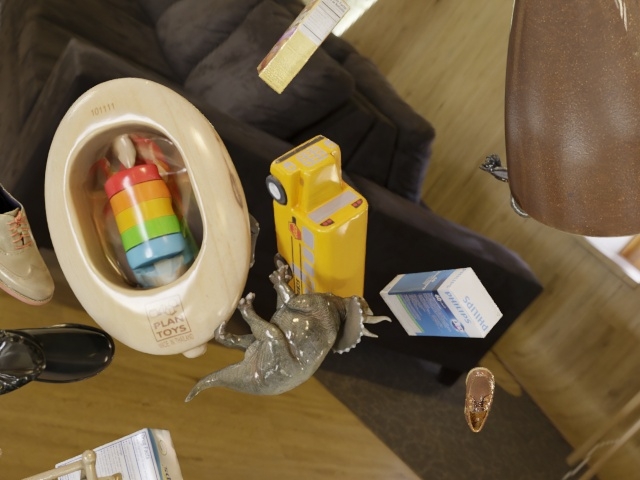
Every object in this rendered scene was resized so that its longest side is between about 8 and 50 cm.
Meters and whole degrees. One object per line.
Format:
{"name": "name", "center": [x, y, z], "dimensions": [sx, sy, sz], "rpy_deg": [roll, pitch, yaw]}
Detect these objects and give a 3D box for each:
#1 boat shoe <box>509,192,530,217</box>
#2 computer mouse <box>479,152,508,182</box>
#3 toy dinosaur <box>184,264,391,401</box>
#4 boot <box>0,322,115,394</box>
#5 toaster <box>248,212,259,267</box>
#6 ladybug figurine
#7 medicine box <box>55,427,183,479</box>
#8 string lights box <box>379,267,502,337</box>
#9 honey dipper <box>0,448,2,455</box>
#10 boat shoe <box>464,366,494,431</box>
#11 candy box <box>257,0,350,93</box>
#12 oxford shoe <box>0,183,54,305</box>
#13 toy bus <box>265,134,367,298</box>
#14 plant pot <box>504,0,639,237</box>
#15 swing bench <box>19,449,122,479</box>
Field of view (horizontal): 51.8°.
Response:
{"name": "boat shoe", "center": [0.279, -0.085, 0.769], "dimensions": [0.081, 0.227, 0.068], "rpy_deg": [40, 62, 8]}
{"name": "computer mouse", "center": [0.440, -0.115, 1.272], "dimensions": [0.262, 0.060, 0.184], "rpy_deg": [27, 9, 33]}
{"name": "toy dinosaur", "center": [-0.050, 0.142, 0.942], "dimensions": [0.160, 0.314, 0.121], "rpy_deg": [48, -24, 11]}
{"name": "boot", "center": [-0.405, 0.169, 0.934], "dimensions": [0.247, 0.094, 0.207], "rpy_deg": [8, -5, -27]}
{"name": "toaster", "center": [-0.235, -0.017, 1.296], "dimensions": [0.227, 0.147, 0.129], "rpy_deg": [37, 53, -56]}
{"name": "ladybug figurine", "center": [-0.260, -0.031, 1.047], "dimensions": [0.162, 0.305, 0.448], "rpy_deg": [42, 32, -82]}
{"name": "medicine box", "center": [-0.538, 0.692, 1.808], "dimensions": [0.149, 0.290, 0.263], "rpy_deg": [56, 12, -70]}
{"name": "string lights box", "center": [0.259, 0.141, 1.461], "dimensions": [0.133, 0.077, 0.260], "rpy_deg": [54, -27, -13]}
{"name": "honey dipper", "center": [-0.700, 0.391, 1.316], "dimensions": [0.161, 0.030, 0.030], "rpy_deg": [23, 12, 24]}
{"name": "boat shoe", "center": [0.356, 0.358, 1.473], "dimensions": [0.064, 0.177, 0.060], "rpy_deg": [2, 37, 8]}
{"name": "candy box", "center": [-0.034, -0.351, 1.148], "dimensions": [0.053, 0.186, 0.109], "rpy_deg": [39, 12, -19]}
{"name": "oxford shoe", "center": [-0.720, -0.007, 1.513], "dimensions": [0.348, 0.130, 0.123], "rpy_deg": [55, 31, -9]}
{"name": "toy bus", "center": [0.000, 0.000, 1.068], "dimensions": [0.108, 0.332, 0.130], "rpy_deg": [-32, 54, -25]}
{"name": "plant pot", "center": [0.257, -0.158, 0.596], "dimensions": [0.230, 0.216, 0.215], "rpy_deg": [61, -1, -39]}
{"name": "swing bench", "center": [-0.335, 0.455, 0.897], "dimensions": [0.254, 0.165, 0.253], "rpy_deg": [93, -21, -61]}
